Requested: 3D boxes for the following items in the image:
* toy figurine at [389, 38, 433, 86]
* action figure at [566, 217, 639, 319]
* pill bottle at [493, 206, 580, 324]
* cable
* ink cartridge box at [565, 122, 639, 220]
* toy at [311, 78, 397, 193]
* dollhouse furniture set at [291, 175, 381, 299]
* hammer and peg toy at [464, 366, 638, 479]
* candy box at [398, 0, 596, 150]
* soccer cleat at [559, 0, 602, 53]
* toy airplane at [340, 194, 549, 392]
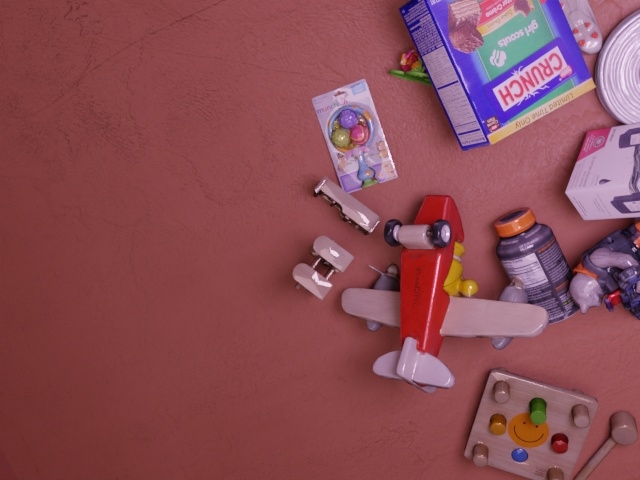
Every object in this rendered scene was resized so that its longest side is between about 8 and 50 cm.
[{"bbox_3d":[0.243,-0.415,1.428,0.173,0.130,0.159,20,99,34],"label":"toy figurine"},{"bbox_3d":[0.655,0.035,1.404,0.330,0.341,0.178,-39,58,1],"label":"action figure"},{"bbox_3d":[0.472,0.052,1.485,0.130,0.130,0.246,-24,99,21],"label":"pill bottle"},{"bbox_3d":[0.681,-0.336,1.327,0.257,0.089,0.257,46,112,-2],"label":"cable"},{"bbox_3d":[0.624,-0.138,1.301,0.237,0.172,0.100,-3,141,49],"label":"ink cartridge box"},{"bbox_3d":[0.074,-0.232,1.543,0.136,0.056,0.237,-17,102,18],"label":"toy"},{"bbox_3d":[0.000,0.000,1.560,0.161,0.212,0.242,37,86,0],"label":"dollhouse furniture set"},{"bbox_3d":[0.545,0.470,1.597,0.361,0.127,0.266,16,110,10],"label":"hammer and peg toy"},{"bbox_3d":[0.348,-0.377,1.327,0.268,0.122,0.317,-30,101,-13],"label":"candy box"},{"bbox_3d":[0.511,-0.462,1.351,0.068,0.076,0.196,-22,80,27],"label":"soccer cleat"},{"bbox_3d":[0.257,0.145,1.484,0.384,0.272,0.386,-49,58,24],"label":"toy airplane"}]
